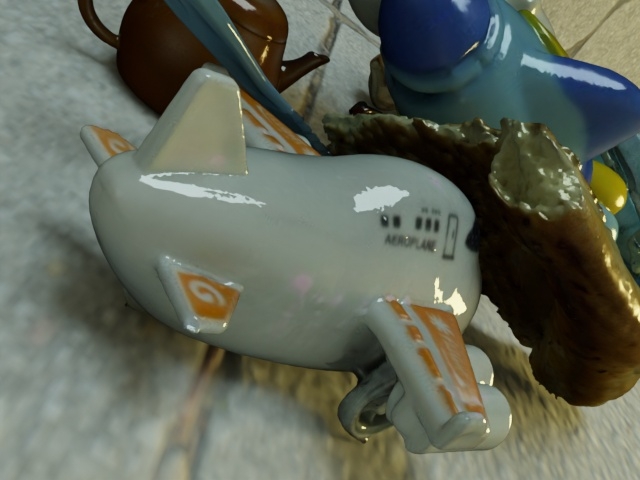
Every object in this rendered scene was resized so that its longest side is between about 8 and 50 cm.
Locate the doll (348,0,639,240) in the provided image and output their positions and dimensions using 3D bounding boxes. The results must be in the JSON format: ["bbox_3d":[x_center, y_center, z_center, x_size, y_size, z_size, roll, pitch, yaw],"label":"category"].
[{"bbox_3d":[0.126,-0.156,0.676,0.376,0.187,0.366,-14,79,-37],"label":"doll"}]

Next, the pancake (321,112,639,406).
[{"bbox_3d":[0.095,0.006,0.549,0.244,0.057,0.266,31,-21,21],"label":"pancake"}]

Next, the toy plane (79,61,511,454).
[{"bbox_3d":[0.000,0.000,0.412,0.244,0.117,0.245,32,22,-14],"label":"toy plane"}]

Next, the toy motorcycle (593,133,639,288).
[{"bbox_3d":[0.317,-0.069,0.966,0.260,0.154,0.206,61,2,2],"label":"toy motorcycle"}]

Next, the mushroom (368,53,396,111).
[{"bbox_3d":[0.142,-0.180,0.939,0.204,0.204,0.204,33,22,-15],"label":"mushroom"}]

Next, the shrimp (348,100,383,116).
[{"bbox_3d":[0.078,-0.090,0.826,0.124,0.034,0.178,37,20,2],"label":"shrimp"}]

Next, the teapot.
[{"bbox_3d":[-0.073,-0.137,0.574,0.173,0.116,0.116,23,26,-33],"label":"teapot"}]

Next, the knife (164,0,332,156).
[{"bbox_3d":[-0.021,-0.075,0.514,0.044,0.019,0.313,29,-11,35],"label":"knife"}]
